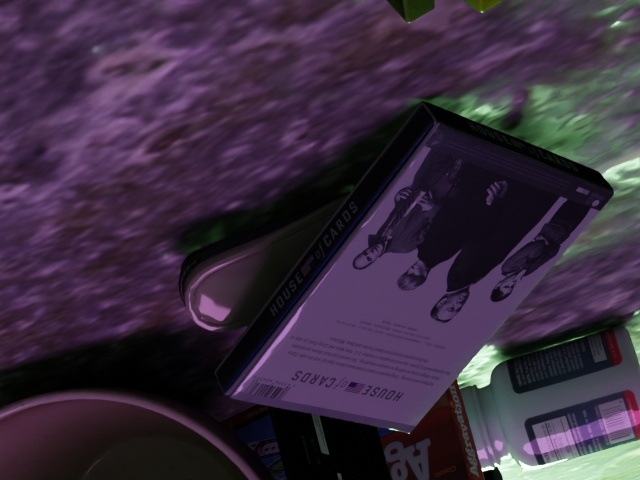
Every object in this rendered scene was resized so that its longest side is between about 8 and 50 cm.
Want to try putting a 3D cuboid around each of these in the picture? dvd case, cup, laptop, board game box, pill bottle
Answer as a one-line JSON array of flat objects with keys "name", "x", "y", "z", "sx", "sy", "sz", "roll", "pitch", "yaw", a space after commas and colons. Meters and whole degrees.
[{"name": "dvd case", "x": 0.063, "y": 0.028, "z": 1.112, "sx": 0.179, "sy": 0.029, "sz": 0.238, "roll": 17, "pitch": 121, "yaw": -41}, {"name": "cup", "x": -0.160, "y": 0.264, "z": 1.387, "sx": 0.331, "sy": 0.331, "sz": 0.237, "roll": -18, "pitch": -176, "yaw": 9}, {"name": "laptop", "x": -0.023, "y": 0.173, "z": 1.280, "sx": 0.137, "sy": 0.234, "sz": 0.264, "roll": -25, "pitch": 157, "yaw": 21}, {"name": "board game box", "x": 0.010, "y": 0.193, "z": 1.474, "sx": 0.281, "sy": 0.145, "sz": 0.027, "roll": -29, "pitch": 155, "yaw": 32}, {"name": "pill bottle", "x": 0.216, "y": 0.155, "z": 1.565, "sx": 0.180, "sy": 0.108, "sz": 0.108, "roll": -17, "pitch": 158, "yaw": 8}]

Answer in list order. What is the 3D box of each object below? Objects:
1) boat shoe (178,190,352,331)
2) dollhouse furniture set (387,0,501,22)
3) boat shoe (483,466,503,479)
[{"name": "boat shoe", "x": 0.000, "y": 0.000, "z": 1.138, "sx": 0.206, "sy": 0.065, "sz": 0.075, "roll": -19, "pitch": 115, "yaw": -8}, {"name": "dollhouse furniture set", "x": 0.088, "y": -0.166, "z": 0.806, "sx": 0.152, "sy": 0.058, "sz": 0.076, "roll": -32, "pitch": 152, "yaw": -8}, {"name": "boat shoe", "x": -0.030, "y": 0.286, "z": 1.647, "sx": 0.500, "sy": 0.186, "sz": 0.156, "roll": -4, "pitch": 148, "yaw": -30}]
